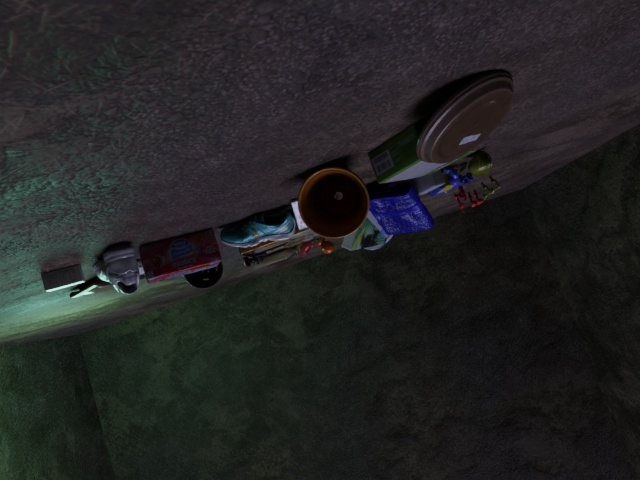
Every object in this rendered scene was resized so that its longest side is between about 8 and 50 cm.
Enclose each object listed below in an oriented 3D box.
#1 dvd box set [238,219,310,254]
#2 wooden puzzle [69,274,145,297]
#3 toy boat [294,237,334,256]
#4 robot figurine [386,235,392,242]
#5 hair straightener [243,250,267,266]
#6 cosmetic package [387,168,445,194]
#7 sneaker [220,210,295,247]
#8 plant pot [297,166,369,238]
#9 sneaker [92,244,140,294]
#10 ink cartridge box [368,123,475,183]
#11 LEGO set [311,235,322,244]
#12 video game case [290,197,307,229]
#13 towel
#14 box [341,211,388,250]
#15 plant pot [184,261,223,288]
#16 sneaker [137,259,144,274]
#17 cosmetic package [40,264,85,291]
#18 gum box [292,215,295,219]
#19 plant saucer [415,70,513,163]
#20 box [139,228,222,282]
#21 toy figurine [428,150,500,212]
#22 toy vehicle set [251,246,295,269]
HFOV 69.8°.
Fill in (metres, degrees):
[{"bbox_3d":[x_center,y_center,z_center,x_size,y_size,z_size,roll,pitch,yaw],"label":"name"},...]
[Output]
[{"bbox_3d":[-0.100,-0.029,1.868,0.421,0.062,0.307,-20,174,3],"label":"dvd box set"},{"bbox_3d":[-0.897,0.184,1.934,0.239,0.044,0.221,-18,175,34],"label":"wooden puzzle"},{"bbox_3d":[0.000,0.000,2.105,0.231,0.151,0.151,-48,177,-20],"label":"toy boat"},{"bbox_3d":[0.269,-0.058,2.359,0.300,0.199,0.353,-3,173,1],"label":"robot figurine"},{"bbox_3d":[-0.250,0.078,1.840,0.089,0.047,0.230,-18,174,-2],"label":"hair straightener"},{"bbox_3d":[0.371,-0.219,1.793,0.061,0.098,0.239,-13,172,-33],"label":"cosmetic package"},{"bbox_3d":[-0.229,-0.053,1.656,0.276,0.107,0.110,-12,141,-5],"label":"sneaker"},{"bbox_3d":[0.047,-0.124,1.391,0.205,0.205,0.188,-20,-171,10],"label":"plant pot"},{"bbox_3d":[-0.672,0.117,1.517,0.114,0.152,0.305,-16,175,-33],"label":"sneaker"},{"bbox_3d":[0.297,-0.254,1.339,0.255,0.096,0.189,-14,171,-40],"label":"ink cartridge box"},{"bbox_3d":[-0.013,-0.008,1.958,0.054,0.023,0.083,-17,161,-45],"label":"LEGO set"},{"bbox_3d":[-0.018,-0.111,1.642,0.157,0.019,0.143,-17,138,-3],"label":"video game case"},{"bbox_3d":[0.303,-0.114,1.825,0.228,0.076,0.308,-3,153,31],"label":"towel"},{"bbox_3d":[0.224,-0.084,2.012,0.059,0.232,0.322,25,-161,32],"label":"box"},{"bbox_3d":[-0.510,0.123,2.014,0.167,0.166,0.165,-17,-178,-11],"label":"plant pot"},{"bbox_3d":[-0.701,0.101,1.717,0.152,0.053,0.061,-12,168,-40],"label":"sneaker"},{"bbox_3d":[-0.841,0.123,1.503,0.115,0.060,0.041,-14,173,-18],"label":"cosmetic package"},{"bbox_3d":[-0.164,-0.058,1.902,0.185,0.041,0.157,-12,170,-42],"label":"gum box"},{"bbox_3d":[0.355,-0.282,1.109,0.278,0.041,0.277,-29,158,-13],"label":"plant saucer"},{"bbox_3d":[-0.493,0.057,1.615,0.257,0.122,0.128,-15,172,-22],"label":"box"},{"bbox_3d":[0.547,-0.222,1.915,0.218,0.191,0.362,-12,171,-10],"label":"toy figurine"},{"bbox_3d":[-0.202,0.064,2.119,0.166,0.035,0.267,-19,-174,13],"label":"toy vehicle set"}]
